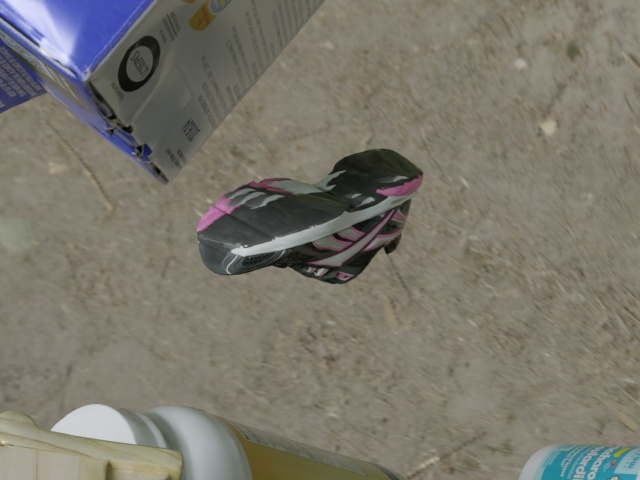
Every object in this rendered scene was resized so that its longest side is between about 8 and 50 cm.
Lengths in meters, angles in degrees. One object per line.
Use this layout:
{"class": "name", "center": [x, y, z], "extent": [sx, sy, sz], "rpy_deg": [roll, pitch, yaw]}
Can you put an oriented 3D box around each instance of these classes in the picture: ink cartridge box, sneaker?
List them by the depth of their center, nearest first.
{"class": "ink cartridge box", "center": [-0.066, -0.191, 0.695], "extent": [0.151, 0.270, 0.395], "rpy_deg": [37, 85, 6]}
{"class": "sneaker", "center": [0.000, 0.000, 0.892], "extent": [0.072, 0.178, 0.077], "rpy_deg": [34, 130, 43]}

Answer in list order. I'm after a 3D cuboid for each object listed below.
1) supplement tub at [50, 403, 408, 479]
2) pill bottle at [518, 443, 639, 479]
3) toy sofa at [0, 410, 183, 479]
{"class": "supplement tub", "center": [-0.076, 0.265, 1.092], "extent": [0.228, 0.316, 0.228], "rpy_deg": [-27, 52, 41]}
{"class": "pill bottle", "center": [0.369, 0.314, 1.564], "extent": [0.264, 0.146, 0.146], "rpy_deg": [-9, 73, 49]}
{"class": "toy sofa", "center": [-0.170, 0.275, 0.692], "extent": [0.362, 0.177, 0.150], "rpy_deg": [-99, 27, -47]}
